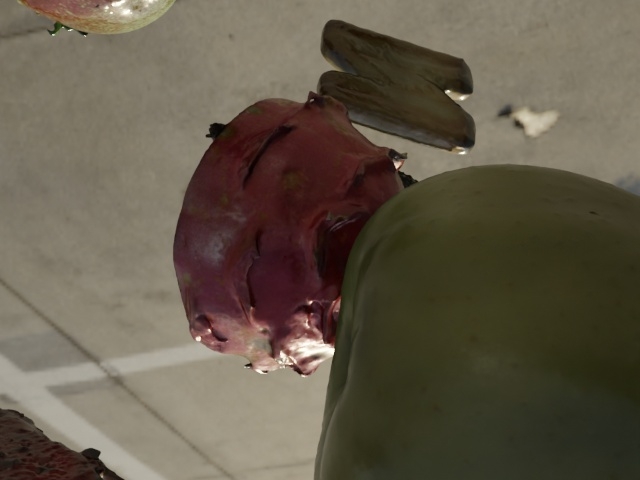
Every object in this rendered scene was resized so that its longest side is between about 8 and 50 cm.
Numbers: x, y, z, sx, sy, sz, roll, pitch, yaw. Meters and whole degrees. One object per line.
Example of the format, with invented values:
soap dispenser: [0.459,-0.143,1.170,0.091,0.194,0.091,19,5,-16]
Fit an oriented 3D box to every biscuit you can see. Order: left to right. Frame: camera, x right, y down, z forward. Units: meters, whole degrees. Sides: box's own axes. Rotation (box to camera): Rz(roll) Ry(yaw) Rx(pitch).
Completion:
biscuit: [0.131,-0.265,1.867,0.290,0.237,0.062,15,137,-14]

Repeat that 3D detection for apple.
apple: [0.208,0.157,1.036,0.473,0.474,0.473,-6,154,-3]

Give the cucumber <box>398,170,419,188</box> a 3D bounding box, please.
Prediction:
cucumber: [0.130,-0.070,1.848,0.359,0.096,0.096,30,147,-2]

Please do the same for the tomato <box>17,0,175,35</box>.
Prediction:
tomato: [-0.296,-0.424,1.397,0.303,0.303,0.239,15,163,-37]

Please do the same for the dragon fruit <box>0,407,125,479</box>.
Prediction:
dragon fruit: [-0.314,0.227,0.811,0.343,0.100,0.282,-7,-171,-42]

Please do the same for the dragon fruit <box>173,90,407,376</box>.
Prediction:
dragon fruit: [0.000,0.000,1.426,0.249,0.386,0.371,16,147,32]
